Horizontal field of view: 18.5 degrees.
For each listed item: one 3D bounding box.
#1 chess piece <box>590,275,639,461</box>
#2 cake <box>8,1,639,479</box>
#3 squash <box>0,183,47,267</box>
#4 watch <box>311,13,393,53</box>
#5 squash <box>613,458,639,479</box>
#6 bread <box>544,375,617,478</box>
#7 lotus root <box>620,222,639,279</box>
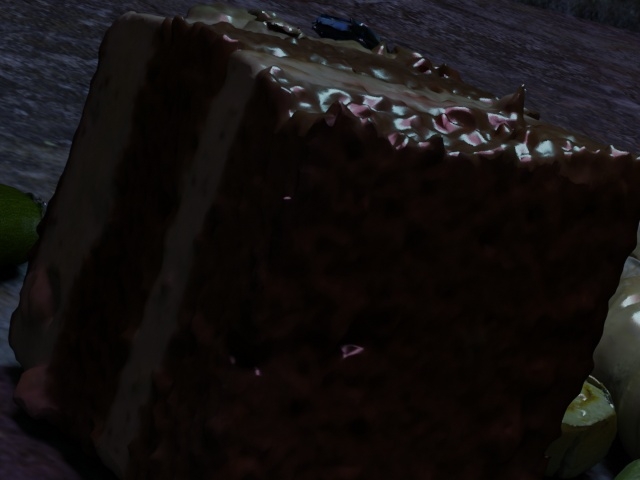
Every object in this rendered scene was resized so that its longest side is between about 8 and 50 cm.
[{"bbox_3d":[0.219,0.081,1.468,0.137,0.137,0.301,8,16,-34],"label":"chess piece"},{"bbox_3d":[-0.007,0.012,1.129,0.255,0.282,0.290,11,16,-38],"label":"cake"},{"bbox_3d":[-0.273,-0.012,1.276,0.080,0.071,0.318,28,18,31],"label":"squash"},{"bbox_3d":[-0.005,0.011,1.387,0.068,0.276,0.274,37,-3,33],"label":"watch"},{"bbox_3d":[0.189,0.180,1.181,0.069,0.069,0.239,24,17,18],"label":"squash"},{"bbox_3d":[0.129,0.113,1.346,0.156,0.064,0.117,18,20,-10],"label":"bread"},{"bbox_3d":[0.201,0.027,1.649,0.329,0.167,0.078,36,-21,46],"label":"lotus root"}]
